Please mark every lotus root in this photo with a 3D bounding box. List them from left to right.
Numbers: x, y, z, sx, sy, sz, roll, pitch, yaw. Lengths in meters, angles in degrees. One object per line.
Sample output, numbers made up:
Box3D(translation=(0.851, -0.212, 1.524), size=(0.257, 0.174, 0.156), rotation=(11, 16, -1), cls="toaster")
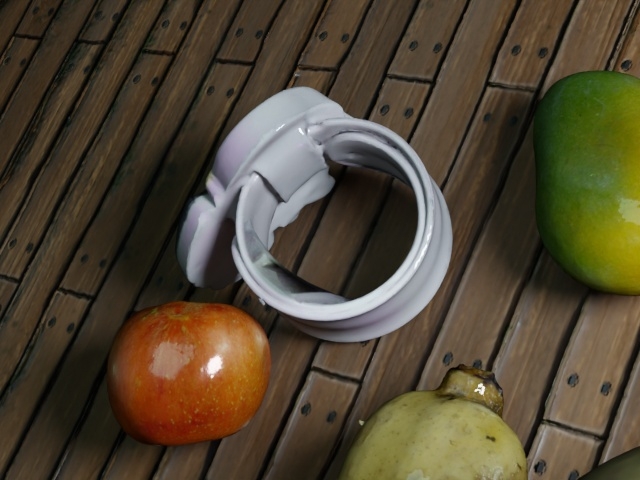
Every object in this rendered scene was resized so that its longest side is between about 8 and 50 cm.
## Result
Box3D(translation=(0.083, 0.234, 1.038), size=(0.160, 0.146, 0.284), rotation=(17, 69, 19), cls="lotus root")

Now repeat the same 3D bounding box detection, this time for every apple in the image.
Box3D(translation=(-0.128, 0.131, 1.221), size=(0.163, 0.163, 0.139), rotation=(-6, 74, 29), cls="apple")

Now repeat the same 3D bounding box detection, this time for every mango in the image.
Box3D(translation=(0.264, -0.058, 1.128), size=(0.156, 0.114, 0.251), rotation=(-31, 38, 25), cls="mango")

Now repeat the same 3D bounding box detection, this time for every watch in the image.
Box3D(translation=(0.000, 0.000, 1.235), size=(0.244, 0.196, 0.231), rotation=(-46, 71, 1), cls="watch")

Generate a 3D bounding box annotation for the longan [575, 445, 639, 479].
Box3D(translation=(0.270, 0.275, 0.756), size=(0.361, 0.361, 0.361), rotation=(-15, 56, 23), cls="longan")
